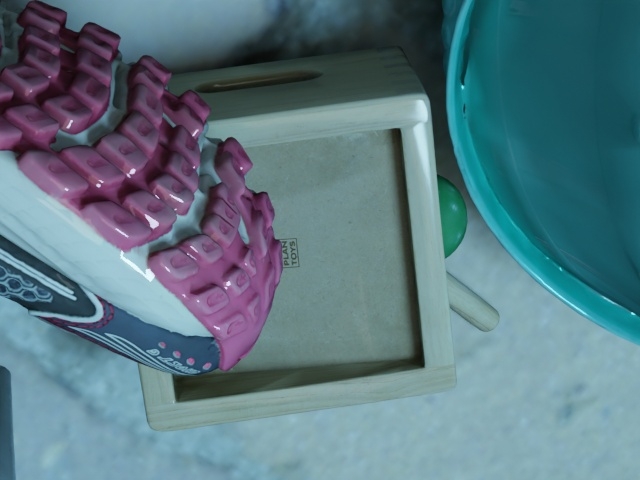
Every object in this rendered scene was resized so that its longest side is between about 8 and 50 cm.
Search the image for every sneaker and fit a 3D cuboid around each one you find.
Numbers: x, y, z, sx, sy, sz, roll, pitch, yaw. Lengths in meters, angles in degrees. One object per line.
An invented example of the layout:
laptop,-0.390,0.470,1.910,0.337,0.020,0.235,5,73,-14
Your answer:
sneaker,-0.152,-0.032,0.559,0.299,0.121,0.112,24,112,9

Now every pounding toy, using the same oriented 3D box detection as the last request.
pounding toy,0.000,0.000,0.664,0.141,0.100,0.130,-8,110,-3

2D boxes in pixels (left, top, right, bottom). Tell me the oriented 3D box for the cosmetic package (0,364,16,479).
cosmetic package,-0.191,0.098,0.561,0.151,0.183,0.151,23,93,-13

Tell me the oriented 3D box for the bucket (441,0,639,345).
bucket,0.186,-0.070,0.613,0.281,0.183,0.281,-8,107,-27
